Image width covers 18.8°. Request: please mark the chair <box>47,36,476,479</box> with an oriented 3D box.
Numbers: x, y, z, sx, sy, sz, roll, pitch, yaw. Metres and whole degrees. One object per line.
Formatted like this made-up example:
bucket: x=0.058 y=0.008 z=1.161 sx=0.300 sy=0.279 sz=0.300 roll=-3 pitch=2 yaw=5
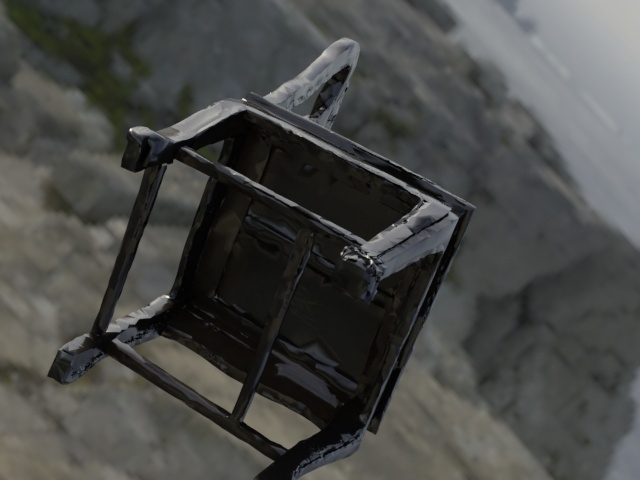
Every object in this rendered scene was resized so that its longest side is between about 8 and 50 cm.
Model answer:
chair: x=0.000 y=0.000 z=0.754 sx=0.113 sy=0.106 sz=0.229 roll=29 pitch=25 yaw=15
